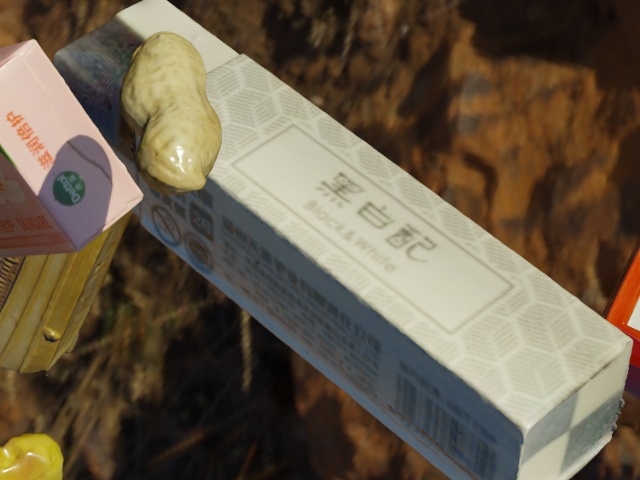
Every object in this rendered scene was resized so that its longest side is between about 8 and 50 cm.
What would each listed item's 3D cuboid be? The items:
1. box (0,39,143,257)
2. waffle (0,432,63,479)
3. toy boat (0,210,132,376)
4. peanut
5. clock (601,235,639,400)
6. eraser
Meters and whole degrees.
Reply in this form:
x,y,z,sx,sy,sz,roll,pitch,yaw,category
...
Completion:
x,y,z,sx,sy,sz,roll,pitch,yaw,category
-0.146,-0.038,0.848,0.089,0.043,0.125,56,152,-17,box
-0.231,0.144,0.714,0.260,0.293,0.069,17,132,15,waffle
-0.280,0.021,1.878,0.115,0.089,0.310,33,125,8,toy boat
-0.056,-0.047,0.701,0.037,0.083,0.037,-8,131,-10,peanut
0.245,0.042,1.193,0.113,0.155,0.061,31,142,3,clock
0.000,0.000,1.094,0.404,0.096,0.098,39,146,30,eraser
